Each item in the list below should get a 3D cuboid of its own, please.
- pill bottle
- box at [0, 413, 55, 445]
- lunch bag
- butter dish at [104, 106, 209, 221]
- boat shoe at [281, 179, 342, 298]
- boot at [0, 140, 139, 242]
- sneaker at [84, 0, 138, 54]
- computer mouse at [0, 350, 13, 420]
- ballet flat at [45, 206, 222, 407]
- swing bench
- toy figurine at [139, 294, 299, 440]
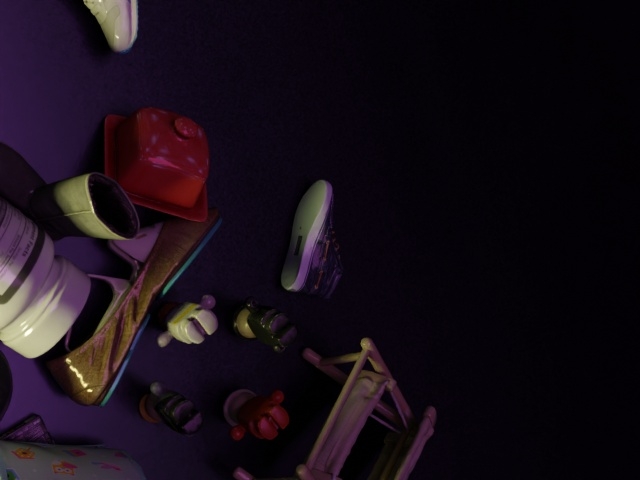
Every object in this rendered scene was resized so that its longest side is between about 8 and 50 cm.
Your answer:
[{"bbox_3d":[-0.444,0.018,1.433,0.283,0.161,0.161,41,69,-28],"label":"pill bottle"},{"bbox_3d":[-0.408,0.288,1.549,0.083,0.018,0.067,-33,109,-29],"label":"box"},{"bbox_3d":[-0.332,0.365,1.462,0.223,0.262,0.160,10,120,-31],"label":"lunch bag"},{"bbox_3d":[-0.211,-0.127,1.579,0.159,0.118,0.160,16,47,-29],"label":"butter dish"},{"bbox_3d":[0.000,0.000,1.793,0.083,0.065,0.183,19,86,-35],"label":"boat shoe"},{"bbox_3d":[-0.348,-0.065,1.466,0.189,0.208,0.076,46,67,-26],"label":"boot"},{"bbox_3d":[-0.315,-0.365,1.563,0.092,0.087,0.229,-18,94,-25],"label":"sneaker"},{"bbox_3d":[-0.491,0.240,1.408,0.188,0.072,0.272,45,52,-23],"label":"computer mouse"},{"bbox_3d":[-0.272,0.068,1.596,0.124,0.116,0.342,34,76,-10],"label":"ballet flat"},{"bbox_3d":[0.047,0.331,1.740,0.255,0.165,0.253,47,53,-24],"label":"swing bench"},{"bbox_3d":[-0.150,0.184,1.652,0.209,0.148,0.213,5,91,-28],"label":"toy figurine"}]
